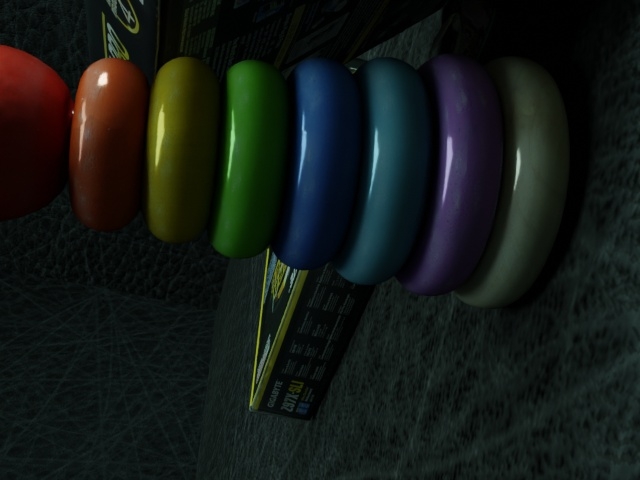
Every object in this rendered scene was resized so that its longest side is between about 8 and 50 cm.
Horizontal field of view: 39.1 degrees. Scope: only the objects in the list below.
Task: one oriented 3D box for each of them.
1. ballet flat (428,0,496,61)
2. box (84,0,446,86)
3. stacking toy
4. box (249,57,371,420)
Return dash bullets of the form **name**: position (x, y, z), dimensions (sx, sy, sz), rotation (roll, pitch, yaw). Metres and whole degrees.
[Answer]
- **ballet flat**: position (0.095, -0.121, 0.662), dimensions (0.041, 0.041, 0.114), rotation (-118, 41, -77)
- **box**: position (0.002, -0.200, 0.588), dimensions (0.097, 0.318, 0.395), rotation (57, 165, 4)
- **stacking toy**: position (-0.047, -0.048, 0.477), dimensions (0.141, 0.330, 0.141), rotation (-173, 90, -80)
- **box**: position (0.000, 0.000, 0.982), dimensions (0.322, 0.079, 0.257), rotation (111, 169, -45)
